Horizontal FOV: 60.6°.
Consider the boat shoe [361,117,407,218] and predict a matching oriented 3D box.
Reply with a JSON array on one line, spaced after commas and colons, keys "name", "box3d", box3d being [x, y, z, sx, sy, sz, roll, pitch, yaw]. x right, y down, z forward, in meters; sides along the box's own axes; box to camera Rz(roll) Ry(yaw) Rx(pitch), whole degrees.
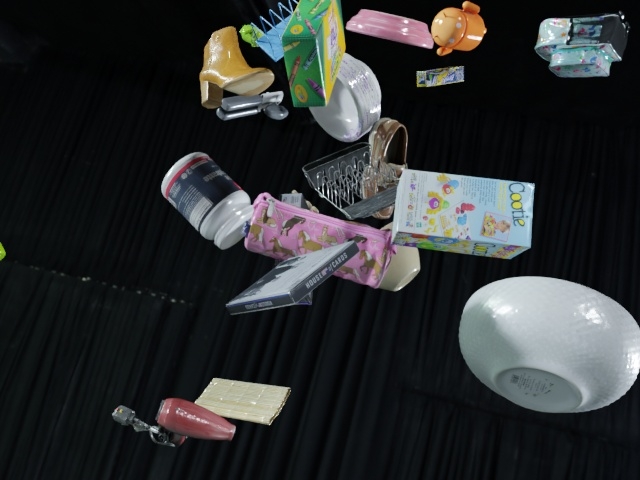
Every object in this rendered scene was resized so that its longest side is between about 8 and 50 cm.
[{"name": "boat shoe", "box3d": [0.211, -0.223, 1.740, 0.123, 0.324, 0.116, -8, 17, -29]}]

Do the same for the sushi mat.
[{"name": "sushi mat", "box3d": [-0.265, 0.529, 1.821, 0.316, 0.151, 0.019, 0, -60, 27]}]

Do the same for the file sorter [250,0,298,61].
[{"name": "file sorter", "box3d": [-0.131, -0.714, 1.835, 0.118, 0.170, 0.104, 48, -6, 24]}]

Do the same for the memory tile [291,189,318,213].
[{"name": "memory tile", "box3d": [-0.064, -0.139, 2.274, 0.148, 0.012, 0.113, 40, -21, 17]}]

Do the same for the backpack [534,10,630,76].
[{"name": "backpack", "box3d": [0.839, -0.637, 1.787, 0.253, 0.191, 0.225, 22, 13, 38]}]

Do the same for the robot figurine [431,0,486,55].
[{"name": "robot figurine", "box3d": [0.458, -0.702, 1.828, 0.219, 0.128, 0.158, -9, -2, -40]}]

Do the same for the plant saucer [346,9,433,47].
[{"name": "plant saucer", "box3d": [0.264, -0.789, 2.035, 0.332, 0.084, 0.332, 11, 22, -5]}]

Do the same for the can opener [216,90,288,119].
[{"name": "can opener", "box3d": [-0.212, -0.438, 1.790, 0.093, 0.280, 0.074, 48, -49, 19]}]

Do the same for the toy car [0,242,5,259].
[{"name": "toy car", "box3d": [-0.664, -0.039, 0.965, 0.155, 0.149, 0.188, 58, -29, 8]}]

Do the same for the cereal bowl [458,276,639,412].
[{"name": "cereal bowl", "box3d": [0.429, 0.231, 1.059, 0.339, 0.141, 0.339, 17, -37, 13]}]

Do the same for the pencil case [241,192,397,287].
[{"name": "pencil case", "box3d": [0.000, 0.000, 1.404, 0.386, 0.160, 0.167, 17, -3, 6]}]

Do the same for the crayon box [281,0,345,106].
[{"name": "crayon box", "box3d": [-0.009, -0.452, 1.260, 0.081, 0.278, 0.165, 2, -44, 13]}]

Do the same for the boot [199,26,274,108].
[{"name": "boot", "box3d": [-0.246, -0.513, 1.556, 0.295, 0.211, 0.104, -8, -13, 41]}]

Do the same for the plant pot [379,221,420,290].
[{"name": "plant pot", "box3d": [0.278, 0.085, 2.144, 0.191, 0.284, 0.284, 49, -5, 19]}]

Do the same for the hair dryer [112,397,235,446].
[{"name": "hair dryer", "box3d": [-0.345, 0.459, 1.373, 0.293, 0.080, 0.224, -2, -35, 23]}]

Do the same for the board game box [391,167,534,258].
[{"name": "board game box", "box3d": [0.304, -0.054, 1.203, 0.275, 0.144, 0.142, 7, -12, 4]}]

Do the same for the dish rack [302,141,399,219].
[{"name": "dish rack", "box3d": [0.099, -0.155, 1.440, 0.271, 0.208, 0.074, 45, -24, 51]}]

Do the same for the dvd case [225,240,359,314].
[{"name": "dvd case", "box3d": [-0.058, 0.073, 1.039, 0.238, 0.179, 0.030, -16, -73, 53]}]

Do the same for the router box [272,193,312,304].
[{"name": "router box", "box3d": [-0.081, 0.033, 1.838, 0.081, 0.309, 0.243, -2, -25, 13]}]

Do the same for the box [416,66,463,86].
[{"name": "box", "box3d": [0.429, -0.588, 1.962, 0.168, 0.054, 0.059, -14, 20, -23]}]

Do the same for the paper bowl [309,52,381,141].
[{"name": "paper bowl", "box3d": [0.085, -0.479, 1.798, 0.284, 0.148, 0.284, 41, -26, 26]}]

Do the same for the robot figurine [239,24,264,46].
[{"name": "robot figurine", "box3d": [-0.275, -0.840, 2.245, 0.115, 0.067, 0.101, 33, -8, 20]}]

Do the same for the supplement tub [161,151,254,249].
[{"name": "supplement tub", "box3d": [-0.343, -0.124, 1.713, 0.272, 0.191, 0.191, 44, -12, 9]}]
